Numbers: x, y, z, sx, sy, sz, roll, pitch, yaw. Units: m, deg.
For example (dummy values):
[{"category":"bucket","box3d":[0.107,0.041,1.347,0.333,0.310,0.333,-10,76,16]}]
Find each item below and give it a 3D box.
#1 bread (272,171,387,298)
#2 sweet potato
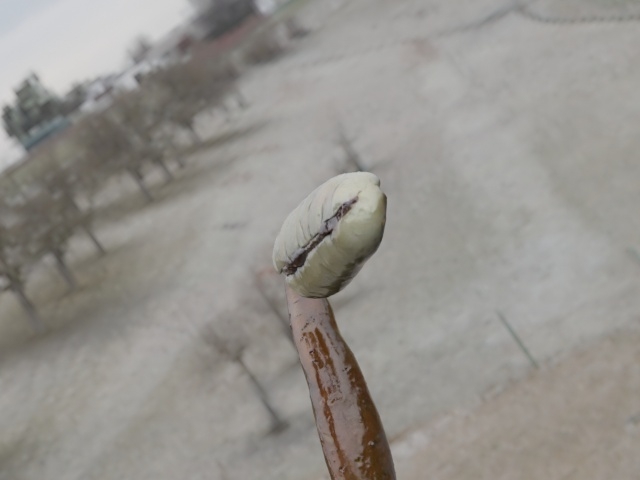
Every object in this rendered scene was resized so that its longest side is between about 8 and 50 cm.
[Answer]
[{"category":"bread","box3d":[0.001,0.000,1.146,0.053,0.073,0.214,5,-13,-13]},{"category":"sweet potato","box3d":[0.018,0.134,1.299,0.057,0.265,0.057,-16,-11,-3]}]
